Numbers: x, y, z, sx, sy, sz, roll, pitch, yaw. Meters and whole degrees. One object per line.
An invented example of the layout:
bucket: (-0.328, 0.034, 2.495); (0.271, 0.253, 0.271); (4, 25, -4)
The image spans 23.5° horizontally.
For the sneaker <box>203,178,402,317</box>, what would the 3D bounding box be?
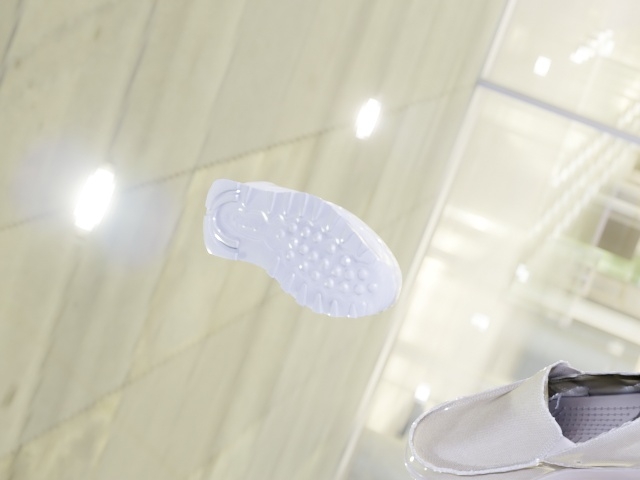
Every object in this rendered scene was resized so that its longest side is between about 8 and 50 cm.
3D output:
sneaker: (0.000, 0.000, 1.280); (0.094, 0.235, 0.090); (6, 106, -40)

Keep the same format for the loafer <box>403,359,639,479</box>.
loafer: (0.189, 0.150, 1.286); (0.102, 0.268, 0.092); (-74, 145, -45)
